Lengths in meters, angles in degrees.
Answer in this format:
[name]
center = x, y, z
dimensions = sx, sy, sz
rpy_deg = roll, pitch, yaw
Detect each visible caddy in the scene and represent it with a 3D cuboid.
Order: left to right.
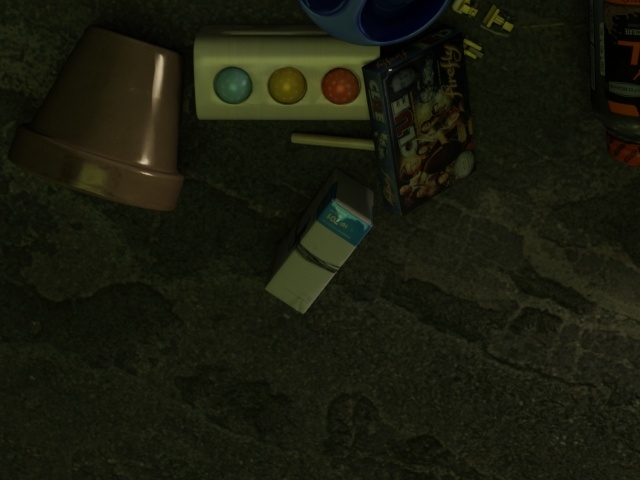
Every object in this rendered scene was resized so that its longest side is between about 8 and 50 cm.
[caddy]
center = 0.096, -0.440, 1.706
dimensions = 0.241, 0.179, 0.341
rpy_deg = 23, 114, -10

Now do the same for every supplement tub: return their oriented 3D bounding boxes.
[supplement tub]
center = 0.487, -0.288, 1.750
dimensions = 0.207, 0.207, 0.338
rpy_deg = -6, 115, 5

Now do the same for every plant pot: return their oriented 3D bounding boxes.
[plant pot]
center = -0.306, -0.190, 1.819
dimensions = 0.263, 0.263, 0.229
rpy_deg = 17, 98, -6

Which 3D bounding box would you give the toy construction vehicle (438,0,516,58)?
[toy construction vehicle]
center = 0.232, -0.317, 1.839
dimensions = 0.098, 0.035, 0.086
rpy_deg = 29, 113, -12

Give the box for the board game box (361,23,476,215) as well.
[board game box]
center = 0.151, -0.177, 1.834
dimensions = 0.165, 0.042, 0.243
rpy_deg = -31, 129, -26

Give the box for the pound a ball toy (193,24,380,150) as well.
[pound a ball toy]
center = -0.023, -0.209, 1.845
dimensions = 0.319, 0.136, 0.208
rpy_deg = 1, 115, 2

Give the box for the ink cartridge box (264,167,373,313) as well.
[ink cartridge box]
center = 0.000, 0.000, 1.940
dimensions = 0.082, 0.140, 0.191
rpy_deg = 34, 112, -12
